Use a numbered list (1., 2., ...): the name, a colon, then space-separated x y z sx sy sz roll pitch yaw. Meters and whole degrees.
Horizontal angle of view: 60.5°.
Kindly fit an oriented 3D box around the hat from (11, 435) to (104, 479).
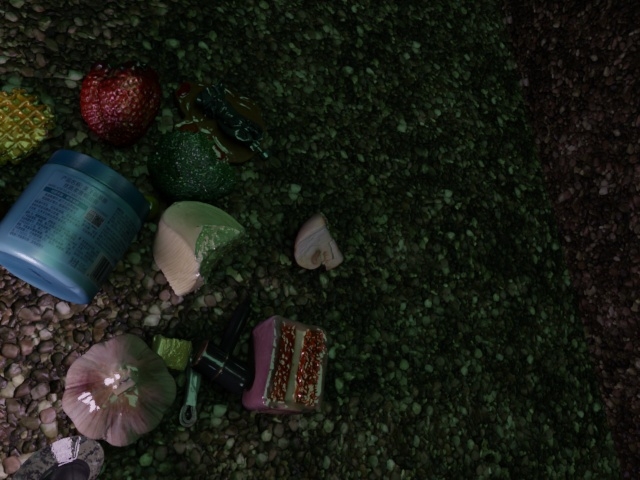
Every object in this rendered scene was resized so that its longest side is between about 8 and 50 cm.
1. hat: -0.701 0.677 1.517 0.265 0.265 0.129 -43 133 -31

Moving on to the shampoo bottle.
1. shampoo bottle: -0.736 -0.032 1.621 0.331 0.331 0.343 32 62 -15

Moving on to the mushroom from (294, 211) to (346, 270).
1. mushroom: -0.027 0.004 2.119 0.162 0.173 0.236 -111 174 -50

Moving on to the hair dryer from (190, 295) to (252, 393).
1. hair dryer: -0.283 0.330 1.860 0.189 0.107 0.352 37 44 -15

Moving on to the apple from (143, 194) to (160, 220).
1. apple: -0.595 -0.112 1.873 0.089 0.074 0.090 2 71 -5

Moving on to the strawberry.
1. strawberry: -0.669 -0.466 1.876 0.238 0.249 0.289 -18 106 -64

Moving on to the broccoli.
1. broccoli: -0.436 -0.251 1.887 0.307 0.308 0.275 38 39 -12

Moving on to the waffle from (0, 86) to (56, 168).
1. waffle: -0.989 -0.369 1.756 0.262 0.060 0.281 -2 75 -28

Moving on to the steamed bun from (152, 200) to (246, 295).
1. steamed bun: -0.398 0.009 1.832 0.274 0.290 0.272 52 44 6

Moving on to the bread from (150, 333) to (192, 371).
1. bread: -0.490 0.362 1.771 0.125 0.082 0.106 23 74 -31

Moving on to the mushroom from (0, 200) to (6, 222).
1. mushroom: -1.053 -0.057 1.491 0.345 0.345 0.260 -23 108 -32

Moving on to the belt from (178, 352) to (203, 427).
1. belt: -0.417 0.487 1.782 0.071 0.053 0.232 7 69 -14

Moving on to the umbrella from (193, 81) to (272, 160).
1. umbrella: -0.309 -0.438 2.048 0.349 0.094 0.143 46 63 -10

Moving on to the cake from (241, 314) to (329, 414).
1. cake: -0.122 0.433 1.858 0.236 0.230 0.309 15 69 -20

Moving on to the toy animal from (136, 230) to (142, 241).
1. toy animal: -0.623 -0.042 1.860 0.028 0.050 0.084 -4 114 1

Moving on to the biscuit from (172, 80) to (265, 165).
1. biscuit: -0.397 -0.454 2.100 0.381 0.074 0.359 39 58 -15

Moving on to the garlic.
1. garlic: -0.588 0.436 1.603 0.321 0.241 0.322 -3 75 12
